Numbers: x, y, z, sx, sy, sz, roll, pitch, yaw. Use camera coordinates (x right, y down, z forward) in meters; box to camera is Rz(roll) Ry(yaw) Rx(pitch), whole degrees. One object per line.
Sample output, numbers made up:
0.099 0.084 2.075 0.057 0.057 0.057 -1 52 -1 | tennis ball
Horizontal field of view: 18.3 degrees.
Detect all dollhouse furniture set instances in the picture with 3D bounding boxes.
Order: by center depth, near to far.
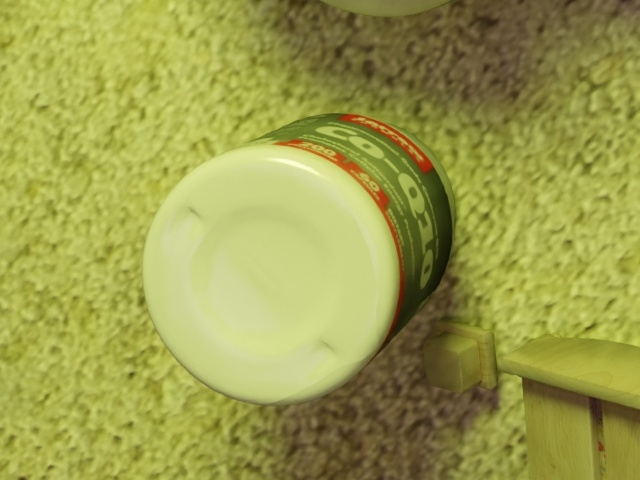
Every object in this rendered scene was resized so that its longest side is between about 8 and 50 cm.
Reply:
0.269 0.209 1.421 0.355 0.174 0.303 15 120 41 | dollhouse furniture set

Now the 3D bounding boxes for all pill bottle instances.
0.000 0.000 1.318 0.161 0.283 0.161 3 101 14 | pill bottle

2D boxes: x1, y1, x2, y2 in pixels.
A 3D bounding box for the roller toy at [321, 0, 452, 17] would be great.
0.053 -0.249 1.329 0.209 0.146 0.191 -17 96 16 | roller toy
